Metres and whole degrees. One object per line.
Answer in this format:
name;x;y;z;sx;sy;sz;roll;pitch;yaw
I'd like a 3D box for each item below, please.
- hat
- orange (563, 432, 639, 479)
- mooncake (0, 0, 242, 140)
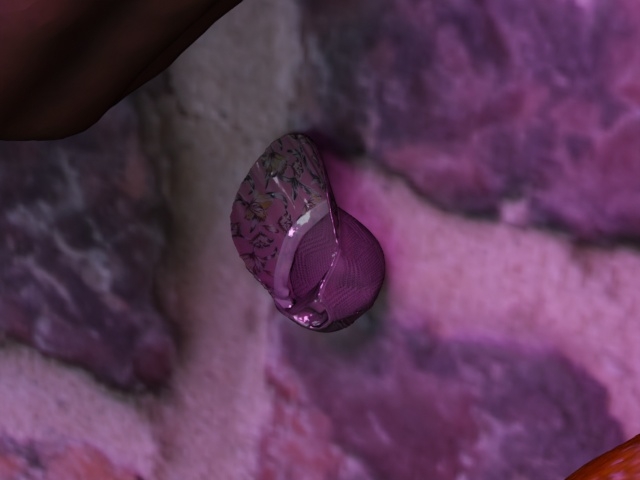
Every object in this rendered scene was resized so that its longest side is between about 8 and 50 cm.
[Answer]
hat;0.000;-0.002;0.786;0.058;0.042;0.087;-43;53;30
orange;0.193;0.182;0.623;0.310;0.274;0.274;22;132;-26
mooncake;-0.115;-0.182;0.611;0.161;0.290;0.290;-39;90;33
